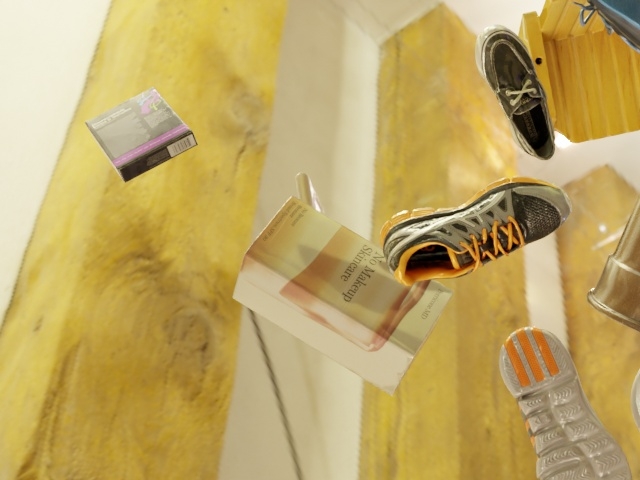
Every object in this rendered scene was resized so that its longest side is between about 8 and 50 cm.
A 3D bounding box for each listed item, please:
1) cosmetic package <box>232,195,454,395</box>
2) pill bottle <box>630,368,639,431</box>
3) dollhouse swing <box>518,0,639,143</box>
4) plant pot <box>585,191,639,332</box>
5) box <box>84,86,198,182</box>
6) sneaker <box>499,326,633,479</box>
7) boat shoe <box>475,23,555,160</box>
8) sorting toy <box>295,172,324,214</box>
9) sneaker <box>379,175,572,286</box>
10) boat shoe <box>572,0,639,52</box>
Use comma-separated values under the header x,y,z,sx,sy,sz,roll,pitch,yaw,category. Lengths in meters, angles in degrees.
x,y,z,sx,sy,sz,roll,pitch,yaw,category
0.033,0.083,1.695,0.296,0.129,0.153,30,-127,7,cosmetic package
0.561,0.229,1.563,0.283,0.160,0.160,11,-126,-55,pill bottle
0.582,-0.352,2.086,0.305,0.346,0.315,-89,-13,-82,dollhouse swing
0.323,-0.004,0.899,0.167,0.165,0.167,15,-168,-3,plant pot
-0.255,-0.152,1.557,0.162,0.116,0.029,49,164,48,box
0.347,0.271,1.521,0.180,0.124,0.321,29,-136,-72,sneaker
0.297,-0.217,1.627,0.219,0.077,0.070,59,-176,-28,boat shoe
0.000,0.000,2.121,0.208,0.038,0.193,60,-165,-46,sorting toy
0.169,-0.002,1.198,0.083,0.215,0.084,-84,-29,-55,sneaker
0.372,-0.279,1.351,0.109,0.089,0.258,-39,-94,-13,boat shoe
